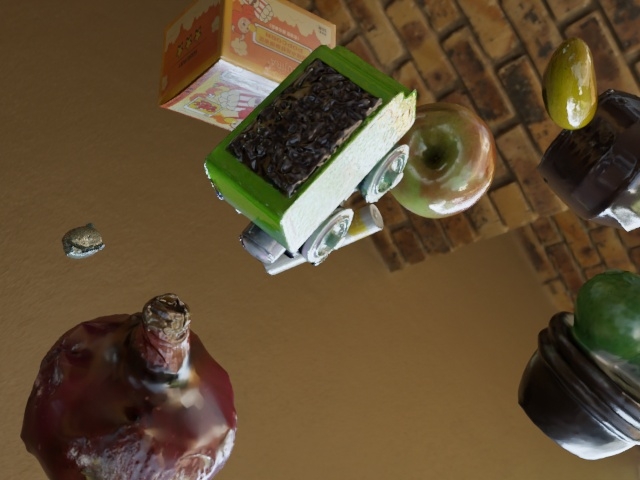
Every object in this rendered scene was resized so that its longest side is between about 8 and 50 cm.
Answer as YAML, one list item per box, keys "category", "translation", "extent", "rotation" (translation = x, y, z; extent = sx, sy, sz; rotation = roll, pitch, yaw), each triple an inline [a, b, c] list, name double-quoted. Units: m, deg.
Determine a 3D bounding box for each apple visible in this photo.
- category: "apple"
  translation: [0.331, -0.217, 1.964]
  extent: [0.277, 0.319, 0.318]
  rotation: [-5, -105, -66]

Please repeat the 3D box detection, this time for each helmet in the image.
- category: "helmet"
  translation: [0.538, -0.115, 1.221]
  extent: [0.306, 0.225, 0.177]
  rotation: [9, -144, -32]

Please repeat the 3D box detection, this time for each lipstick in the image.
- category: "lipstick"
  translation: [0.000, 0.000, 1.456]
  extent: [0.059, 0.264, 0.059]
  rotation: [48, -151, -39]

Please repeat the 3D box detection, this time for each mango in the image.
- category: "mango"
  translation: [0.353, -0.222, 1.006]
  extent: [0.161, 0.076, 0.103]
  rotation: [54, -146, -62]

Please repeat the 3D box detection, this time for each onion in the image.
- category: "onion"
  translation: [-0.312, 0.255, 1.301]
  extent: [0.399, 0.420, 0.398]
  rotation: [25, -157, -11]

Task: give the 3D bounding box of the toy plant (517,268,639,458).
- category: "toy plant"
  translation: [0.357, 0.140, 0.827]
  extent: [0.218, 0.235, 0.175]
  rotation: [28, -156, -22]

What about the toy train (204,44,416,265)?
- category: "toy train"
  translation: [-0.004, -0.115, 0.983]
  extent: [0.173, 0.249, 0.307]
  rotation: [38, -105, 19]

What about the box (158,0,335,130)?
- category: "box"
  translation: [-0.154, -0.364, 1.496]
  extent: [0.284, 0.260, 0.213]
  rotation: [14, -110, -37]

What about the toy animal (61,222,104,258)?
- category: "toy animal"
  translation: [-0.495, 0.004, 1.470]
  extent: [0.079, 0.253, 0.070]
  rotation: [-35, -81, -11]
